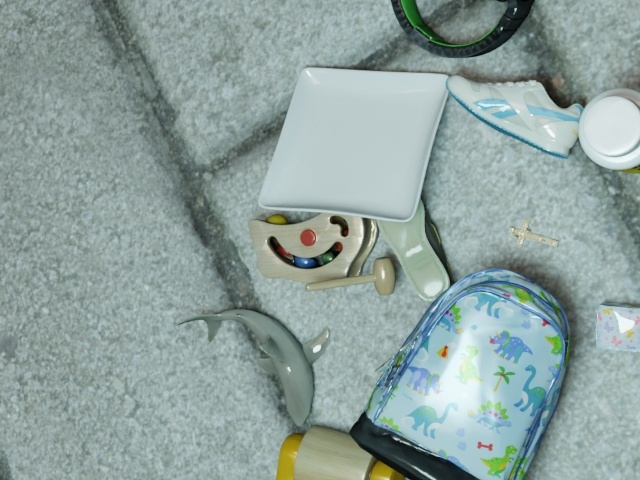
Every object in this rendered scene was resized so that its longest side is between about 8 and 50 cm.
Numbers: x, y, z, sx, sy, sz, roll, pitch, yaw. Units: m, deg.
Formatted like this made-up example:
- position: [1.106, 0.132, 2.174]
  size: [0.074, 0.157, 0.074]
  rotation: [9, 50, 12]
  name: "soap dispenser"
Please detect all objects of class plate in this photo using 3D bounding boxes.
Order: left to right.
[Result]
- position: [0.061, -0.156, 1.901]
  size: [0.278, 0.045, 0.277]
  rotation: [6, 65, 25]
  name: "plate"

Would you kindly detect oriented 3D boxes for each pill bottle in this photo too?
- position: [0.445, -0.159, 1.678]
  size: [0.117, 0.215, 0.117]
  rotation: [0, 91, 25]
  name: "pill bottle"

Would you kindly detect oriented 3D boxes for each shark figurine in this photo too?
- position: [-0.104, 0.176, 1.992]
  size: [0.278, 0.116, 0.166]
  rotation: [38, 104, 17]
  name: "shark figurine"

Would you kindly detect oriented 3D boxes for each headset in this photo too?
- position: [0.273, -0.476, 1.822]
  size: [0.243, 0.185, 0.394]
  rotation: [43, 122, 22]
  name: "headset"

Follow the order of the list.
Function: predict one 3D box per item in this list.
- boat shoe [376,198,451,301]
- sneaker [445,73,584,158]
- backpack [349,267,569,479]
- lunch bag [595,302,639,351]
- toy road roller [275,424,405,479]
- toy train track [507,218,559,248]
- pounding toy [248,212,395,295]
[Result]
- position: [0.151, -0.005, 1.895]
  size: [0.081, 0.068, 0.228]
  rotation: [-23, 81, 11]
  name: "boat shoe"
- position: [0.306, -0.214, 1.820]
  size: [0.228, 0.087, 0.092]
  rotation: [28, 95, 14]
  name: "sneaker"
- position: [0.242, 0.216, 1.768]
  size: [0.290, 0.273, 0.356]
  rotation: [31, 78, 14]
  name: "backpack"
- position: [0.465, 0.132, 1.763]
  size: [0.083, 0.053, 0.071]
  rotation: [2, 94, 15]
  name: "lunch bag"
- position: [-0.006, 0.486, 1.878]
  size: [0.202, 0.240, 0.330]
  rotation: [11, 95, 24]
  name: "toy road roller"
- position: [0.339, -0.006, 1.839]
  size: [0.083, 0.014, 0.048]
  rotation: [18, 98, 23]
  name: "toy train track"
- position: [0.000, 0.000, 1.917]
  size: [0.269, 0.155, 0.154]
  rotation: [7, 97, 22]
  name: "pounding toy"
